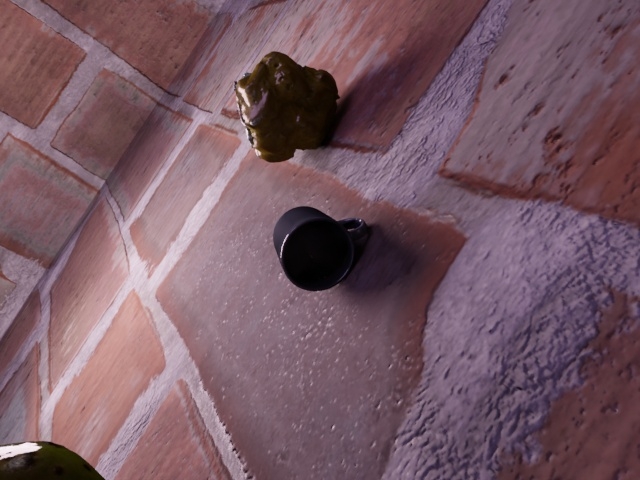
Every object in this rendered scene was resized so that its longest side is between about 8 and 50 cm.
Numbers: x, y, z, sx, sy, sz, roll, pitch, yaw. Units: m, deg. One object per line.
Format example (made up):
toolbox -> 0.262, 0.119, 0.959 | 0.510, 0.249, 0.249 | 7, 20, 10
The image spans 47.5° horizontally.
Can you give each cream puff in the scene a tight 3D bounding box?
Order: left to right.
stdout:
cream puff -> -0.042, -0.183, 0.992 | 0.156, 0.156, 0.121 | -44, 58, 25

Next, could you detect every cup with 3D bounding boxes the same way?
cup -> 0.000, 0.000, 0.771 | 0.100, 0.078, 0.077 | -22, 20, -7

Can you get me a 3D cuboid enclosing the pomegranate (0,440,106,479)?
pomegranate -> -0.338, 0.335, 0.779 | 0.286, 0.231, 0.231 | -32, 34, 40
